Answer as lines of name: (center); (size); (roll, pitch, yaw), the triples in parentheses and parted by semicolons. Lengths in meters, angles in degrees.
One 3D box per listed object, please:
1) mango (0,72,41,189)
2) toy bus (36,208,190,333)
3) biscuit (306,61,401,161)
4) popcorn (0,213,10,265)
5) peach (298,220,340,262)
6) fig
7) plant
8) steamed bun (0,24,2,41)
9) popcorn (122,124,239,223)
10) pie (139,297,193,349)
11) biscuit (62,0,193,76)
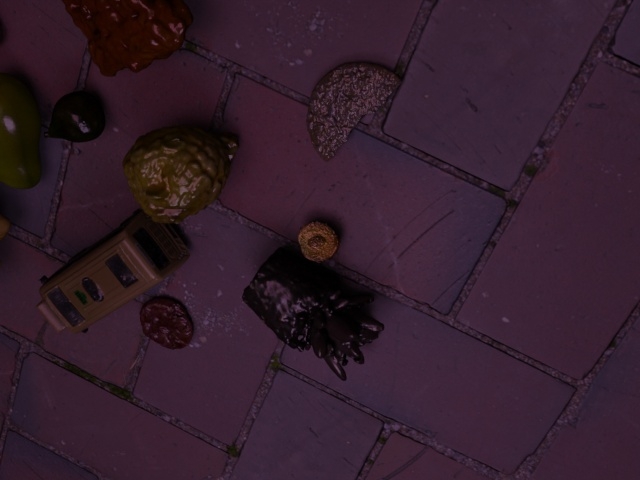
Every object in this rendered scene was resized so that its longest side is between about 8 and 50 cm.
mango: (-0.741, -0.254, 1.891); (0.175, 0.143, 0.293); (5, 126, 9)
toy bus: (-0.509, 0.079, 1.928); (0.365, 0.202, 0.177); (-31, 102, 28)
biscuit: (0.045, -0.287, 1.674); (0.133, 0.032, 0.250); (44, 120, -3)
popcorn: (-0.945, -0.011, 1.963); (0.349, 0.349, 0.382); (43, 114, -4)
peach: (-0.001, 0.000, 1.805); (0.098, 0.061, 0.098); (0, 93, 7)
fig: (-0.574, -0.277, 1.848); (0.177, 0.117, 0.117); (-13, 110, 40)
plant: (-0.017, 0.171, 1.824); (0.320, 0.181, 0.194); (37, 120, 5)
steamed bun: (-0.818, -0.499, 1.796); (0.106, 0.145, 0.175); (-29, 98, 28)
popcorn: (-0.297, -0.156, 1.764); (0.206, 0.251, 0.237); (58, 155, 13)
pie: (-0.393, 0.212, 2.045); (0.154, 0.036, 0.155); (7, 116, 14)
biscuit: (-0.417, -0.504, 1.640); (0.318, 0.110, 0.312); (-8, 112, 49)
